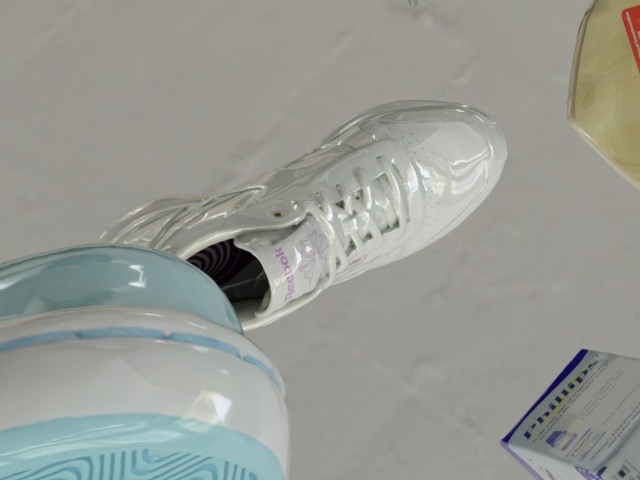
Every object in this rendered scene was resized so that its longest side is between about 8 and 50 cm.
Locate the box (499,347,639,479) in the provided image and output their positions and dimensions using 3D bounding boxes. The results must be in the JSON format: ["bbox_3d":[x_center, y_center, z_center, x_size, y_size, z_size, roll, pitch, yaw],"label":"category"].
[{"bbox_3d":[0.175,0.123,0.965,0.126,0.137,0.072,44,-98,-10],"label":"box"}]

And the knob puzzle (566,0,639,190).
[{"bbox_3d":[0.248,-0.113,1.405,0.030,0.213,0.213,-13,-132,58],"label":"knob puzzle"}]

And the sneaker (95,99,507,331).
[{"bbox_3d":[0.000,0.000,1.314,0.305,0.114,0.152,-24,-159,-10],"label":"sneaker"}]

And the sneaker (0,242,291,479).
[{"bbox_3d":[-0.142,0.013,0.461,0.319,0.127,0.208,-23,-123,33],"label":"sneaker"}]

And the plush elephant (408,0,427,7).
[{"bbox_3d":[0.135,-0.393,1.628,0.255,0.272,0.330,-24,-116,43],"label":"plush elephant"}]
